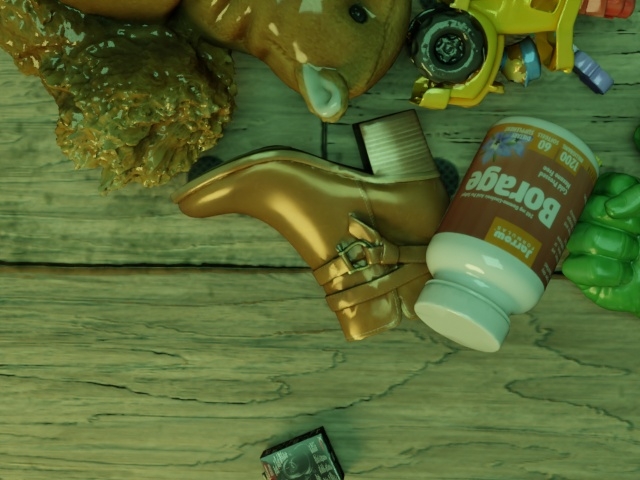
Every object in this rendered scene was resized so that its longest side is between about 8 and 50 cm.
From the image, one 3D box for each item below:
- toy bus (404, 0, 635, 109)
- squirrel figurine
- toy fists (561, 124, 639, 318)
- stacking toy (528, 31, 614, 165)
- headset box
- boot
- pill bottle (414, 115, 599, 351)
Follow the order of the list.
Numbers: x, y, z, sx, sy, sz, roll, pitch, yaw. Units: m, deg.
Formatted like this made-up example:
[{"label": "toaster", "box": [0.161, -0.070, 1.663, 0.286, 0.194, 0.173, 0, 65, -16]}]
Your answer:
[{"label": "toy bus", "box": [0.195, -0.223, 0.924, 0.211, 0.149, 0.220, 11, 105, -3]}, {"label": "squirrel figurine", "box": [-0.116, -0.236, 0.953, 0.370, 0.281, 0.397, 36, 110, -10]}, {"label": "toy fists", "box": [0.361, -0.050, 0.983, 0.142, 0.096, 0.279, 37, 97, 2]}, {"label": "stacking toy", "box": [0.249, -0.200, 1.001, 0.221, 0.052, 0.167, 40, 96, 1]}, {"label": "headset box", "box": [-0.023, 0.252, 1.065, 0.083, 0.032, 0.062, -24, 92, 6]}, {"label": "boot", "box": [0.000, 0.000, 1.020, 0.283, 0.109, 0.220, -15, 97, -2]}, {"label": "pill bottle", "box": [0.180, -0.005, 0.952, 0.121, 0.121, 0.216, 29, 73, 2]}]
